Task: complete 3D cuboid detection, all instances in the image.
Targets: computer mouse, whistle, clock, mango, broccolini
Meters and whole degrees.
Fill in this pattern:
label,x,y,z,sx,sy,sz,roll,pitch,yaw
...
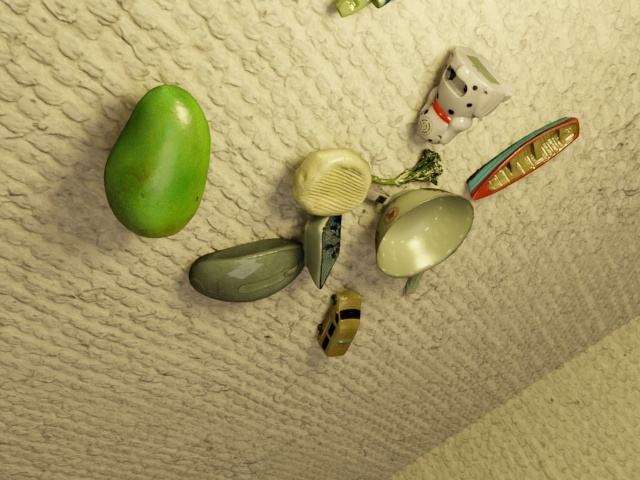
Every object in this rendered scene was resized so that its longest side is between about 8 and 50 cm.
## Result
label,x,y,z,sx,sy,sz,roll,pitch,yaw
computer mouse,-0.202,0.100,1.587,0.373,0.114,0.203,-12,133,-15
whistle,0.134,-0.563,1.148,0.227,0.085,0.105,-32,126,6
clock,0.356,-0.353,1.397,0.188,0.189,0.254,5,141,-28
mango,-0.368,-0.173,1.202,0.225,0.201,0.382,9,124,-18
broccolini,0.243,-0.212,1.549,0.271,0.062,0.123,-4,122,-18

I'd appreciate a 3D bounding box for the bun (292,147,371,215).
label,x,y,z,sx,sy,sz,roll,pitch,yaw
bun,0.028,-0.171,1.426,0.230,0.133,0.231,-14,140,-12

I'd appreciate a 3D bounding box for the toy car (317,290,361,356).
label,x,y,z,sx,sy,sz,roll,pitch,yaw
toy car,0.075,0.298,1.886,0.101,0.124,0.257,1,131,-26

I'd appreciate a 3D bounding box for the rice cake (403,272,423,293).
label,x,y,z,sx,sy,sz,roll,pitch,yaw
rice cake,0.349,0.119,1.908,0.043,0.034,0.211,-1,131,-19

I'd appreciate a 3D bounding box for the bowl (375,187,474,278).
label,x,y,z,sx,sy,sz,roll,pitch,yaw
bowl,0.287,-0.055,1.623,0.336,0.158,0.337,-18,140,-15

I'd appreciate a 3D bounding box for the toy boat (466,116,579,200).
label,x,y,z,sx,sy,sz,roll,pitch,yaw
toy boat,0.626,-0.257,1.655,0.392,0.079,0.136,-33,138,5

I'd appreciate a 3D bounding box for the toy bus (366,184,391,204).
label,x,y,z,sx,sy,sz,roll,pitch,yaw
toy bus,0.153,-0.143,1.566,0.130,0.052,0.037,18,119,-35

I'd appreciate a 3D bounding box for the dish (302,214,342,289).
label,x,y,z,sx,sy,sz,roll,pitch,yaw
dish,0.000,0.000,1.587,0.080,0.182,0.243,14,133,14
